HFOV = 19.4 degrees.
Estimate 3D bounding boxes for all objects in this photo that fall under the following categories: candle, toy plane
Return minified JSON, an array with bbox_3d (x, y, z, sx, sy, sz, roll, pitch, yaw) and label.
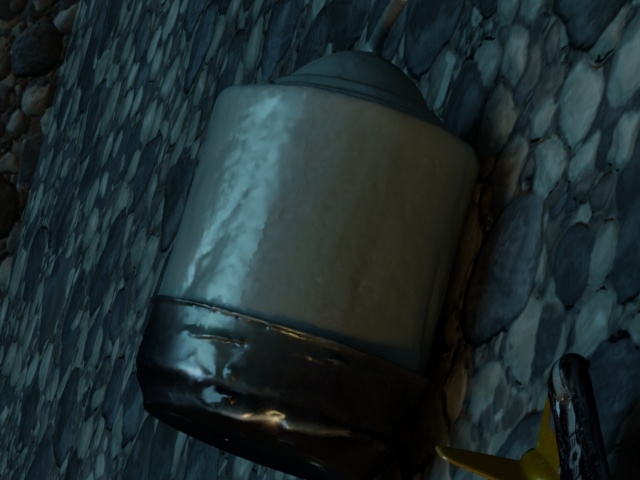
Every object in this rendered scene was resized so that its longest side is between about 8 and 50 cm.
[{"bbox_3d":[0.000,0.000,1.412,0.221,0.221,0.342,-11,61,69],"label":"candle"},{"bbox_3d":[0.155,0.203,0.994,0.316,0.103,0.204,45,118,61],"label":"toy plane"}]
